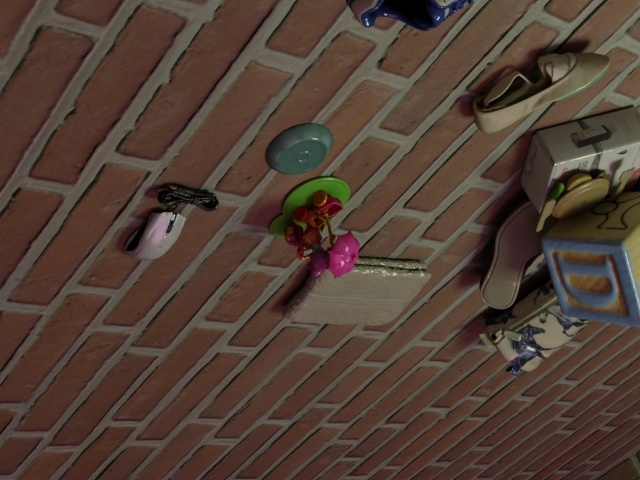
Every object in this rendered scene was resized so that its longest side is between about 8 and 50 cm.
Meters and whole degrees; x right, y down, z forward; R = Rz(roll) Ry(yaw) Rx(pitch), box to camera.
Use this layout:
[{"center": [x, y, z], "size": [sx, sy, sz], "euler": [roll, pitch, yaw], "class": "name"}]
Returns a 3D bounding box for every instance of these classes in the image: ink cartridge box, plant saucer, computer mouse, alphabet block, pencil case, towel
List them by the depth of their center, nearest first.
[{"center": [-0.032, -0.147, 1.695], "size": [0.119, 0.021, 0.119], "euler": [-16, 146, -11], "class": "plant saucer"}, {"center": [-0.263, -0.018, 1.719], "size": [0.106, 0.042, 0.193], "euler": [10, 135, -41], "class": "computer mouse"}, {"center": [0.511, -0.154, 1.945], "size": [0.217, 0.092, 0.159], "euler": [-14, 146, -10], "class": "ink cartridge box"}, {"center": [0.579, 0.030, 1.985], "size": [0.197, 0.192, 0.194], "euler": [-38, 120, -33], "class": "alphabet block"}, {"center": [0.079, 0.104, 2.092], "size": [0.282, 0.049, 0.187], "euler": [6, 136, -35], "class": "towel"}, {"center": [0.566, 0.142, 2.332], "size": [0.410, 0.160, 0.183], "euler": [-44, 156, 29], "class": "pencil case"}]

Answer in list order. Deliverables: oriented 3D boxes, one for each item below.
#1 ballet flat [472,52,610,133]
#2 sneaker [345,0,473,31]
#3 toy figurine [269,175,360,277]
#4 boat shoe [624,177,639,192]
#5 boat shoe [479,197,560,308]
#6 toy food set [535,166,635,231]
[{"center": [0.369, -0.266, 1.721], "size": [0.248, 0.086, 0.086], "euler": [-30, 146, 12], "class": "ballet flat"}, {"center": [0.169, -0.345, 1.405], "size": [0.296, 0.131, 0.112], "euler": [-6, 155, -13], "class": "sneaker"}, {"center": [0.000, 0.000, 1.795], "size": [0.173, 0.159, 0.130], "euler": [-37, 144, 21], "class": "toy figurine"}, {"center": [0.661, -0.133, 2.053], "size": [0.089, 0.109, 0.258], "euler": [-12, 148, -22], "class": "boat shoe"}, {"center": [0.416, 0.006, 2.135], "size": [0.112, 0.096, 0.335], "euler": [20, 135, 2], "class": "boat shoe"}, {"center": [0.490, -0.089, 1.917], "size": [0.192, 0.039, 0.132], "euler": [-20, 154, -12], "class": "toy food set"}]
